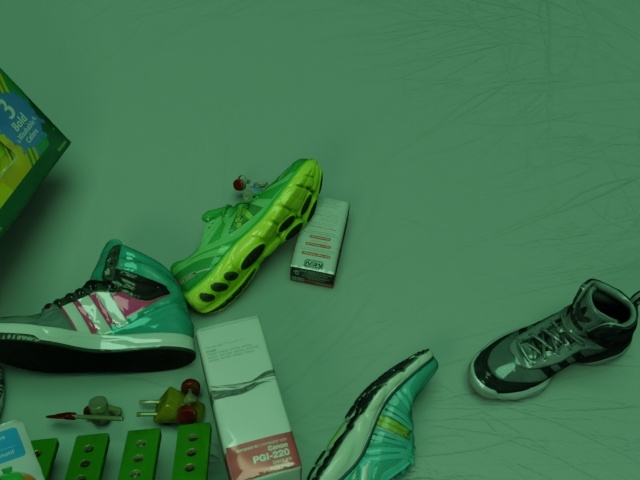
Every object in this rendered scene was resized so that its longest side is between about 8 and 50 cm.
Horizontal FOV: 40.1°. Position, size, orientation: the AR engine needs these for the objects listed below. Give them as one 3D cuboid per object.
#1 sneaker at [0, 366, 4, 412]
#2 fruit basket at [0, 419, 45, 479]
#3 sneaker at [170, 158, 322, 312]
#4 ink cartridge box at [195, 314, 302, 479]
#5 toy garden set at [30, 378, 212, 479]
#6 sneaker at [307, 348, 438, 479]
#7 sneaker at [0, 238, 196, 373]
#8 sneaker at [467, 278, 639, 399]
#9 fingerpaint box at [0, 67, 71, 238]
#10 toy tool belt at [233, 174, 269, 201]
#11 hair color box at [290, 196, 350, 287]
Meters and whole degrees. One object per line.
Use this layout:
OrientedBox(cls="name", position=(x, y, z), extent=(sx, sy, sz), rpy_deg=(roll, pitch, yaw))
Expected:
OrientedBox(cls="sneaker", position=(-0.491, 0.211, 1.111), extent=(0.137, 0.210, 0.366), rpy_deg=(-10, 58, -10))
OrientedBox(cls="fruit basket", position=(-0.424, 0.379, 0.918), extent=(0.326, 0.353, 0.165), rpy_deg=(-15, 35, -14))
OrientedBox(cls="sneaker", position=(-0.113, -0.027, 1.328), extent=(0.123, 0.109, 0.295), rpy_deg=(39, 77, 25))
OrientedBox(cls="ink cartridge box", position=(-0.094, 0.232, 1.152), extent=(0.092, 0.159, 0.218), rpy_deg=(-15, 59, -11))
OrientedBox(cls="toy garden set", position=(-0.263, 0.274, 1.154), extent=(0.244, 0.049, 0.204), rpy_deg=(-5, 30, 0))
OrientedBox(cls="sneaker", position=(0.085, 0.268, 1.195), extent=(0.110, 0.107, 0.275), rpy_deg=(38, 65, -2))
OrientedBox(cls="sneaker", position=(-0.326, 0.085, 1.244), extent=(0.295, 0.124, 0.179), rpy_deg=(4, 58, -18))
OrientedBox(cls="sneaker", position=(0.340, 0.133, 1.248), extent=(0.268, 0.153, 0.101), rpy_deg=(-17, 59, -14))
OrientedBox(cls="fingerpaint box", position=(-0.590, -0.117, 1.163), extent=(0.163, 0.371, 0.445), rpy_deg=(-24, 30, 30))
OrientedBox(cls="toy tool belt", position=(-0.100, -0.072, 1.426), extent=(0.083, 0.052, 0.051), rpy_deg=(41, 25, 17))
OrientedBox(cls="hair color box", position=(0.000, 0.000, 1.381), extent=(0.071, 0.043, 0.141), rpy_deg=(11, 56, 4))
